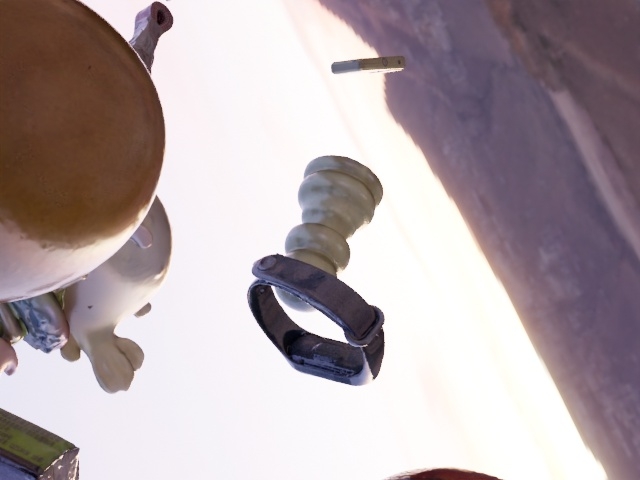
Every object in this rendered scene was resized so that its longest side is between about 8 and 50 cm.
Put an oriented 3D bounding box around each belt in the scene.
[{"bbox_3d":[-0.319,-0.357,2.014,0.071,0.053,0.232,42,-147,-27],"label":"belt"}]

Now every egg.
[{"bbox_3d":[-0.304,-0.087,0.931,0.282,0.351,0.282,-176,90,-87],"label":"egg"}]

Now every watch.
[{"bbox_3d":[-0.003,0.111,1.505,0.068,0.206,0.193,-50,-45,-31],"label":"watch"}]

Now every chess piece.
[{"bbox_3d":[0.000,0.000,1.803,0.144,0.144,0.251,55,-134,-41],"label":"chess piece"}]

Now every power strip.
[{"bbox_3d":[0.094,-0.326,2.083,0.169,0.076,0.028,-15,-80,-52],"label":"power strip"}]

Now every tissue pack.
[{"bbox_3d":[-0.590,0.390,1.867,0.124,0.394,0.288,-46,-30,-50],"label":"tissue pack"}]

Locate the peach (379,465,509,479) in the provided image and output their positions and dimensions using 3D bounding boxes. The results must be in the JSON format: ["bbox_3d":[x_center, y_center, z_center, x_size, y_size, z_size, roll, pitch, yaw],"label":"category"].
[{"bbox_3d":[0.152,0.280,1.176,0.189,0.279,0.068,51,-142,-41],"label":"peach"}]

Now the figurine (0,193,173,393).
[{"bbox_3d":[-0.324,0.092,1.277,0.226,0.394,0.274,-3,125,57],"label":"figurine"}]
